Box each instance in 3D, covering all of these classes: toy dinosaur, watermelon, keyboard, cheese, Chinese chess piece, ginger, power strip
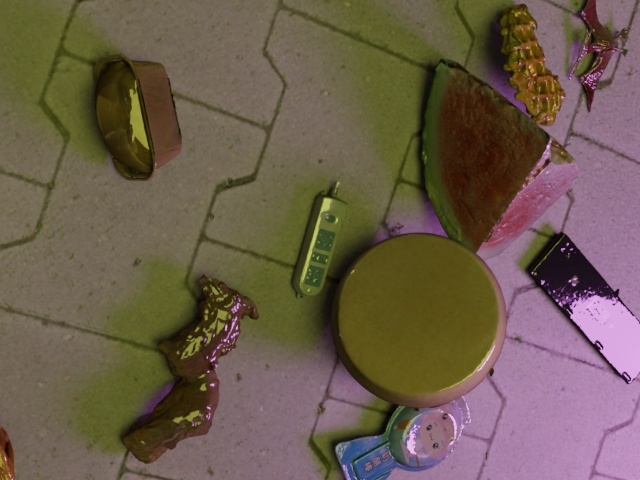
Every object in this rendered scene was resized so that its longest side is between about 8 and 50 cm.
[{"bbox_3d":[0.468,-0.324,2.025,0.108,0.032,0.220,-8,103,-27],"label":"toy dinosaur"},{"bbox_3d":[0.272,-0.127,1.867,0.193,0.231,0.310,18,66,-61],"label":"watermelon"},{"bbox_3d":[0.480,0.118,2.099,0.106,0.027,0.317,-47,114,-8],"label":"keyboard"},{"bbox_3d":[0.141,0.326,1.952,0.244,0.052,0.135,-27,108,-20],"label":"cheese"},{"bbox_3d":[0.149,0.121,1.833,0.273,0.102,0.273,-1,77,5],"label":"Chinese chess piece"},{"bbox_3d":[-0.191,0.198,1.757,0.122,0.084,0.290,29,86,-33],"label":"ginger"},{"bbox_3d":[0.000,0.000,1.850,0.047,0.030,0.191,16,91,-27],"label":"power strip"}]

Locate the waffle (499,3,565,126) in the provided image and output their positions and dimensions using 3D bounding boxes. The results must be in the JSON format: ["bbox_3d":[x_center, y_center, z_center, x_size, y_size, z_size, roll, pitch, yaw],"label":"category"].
[{"bbox_3d":[0.342,-0.281,1.933,0.194,0.051,0.149,54,40,-28],"label":"waffle"}]

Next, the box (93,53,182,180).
[{"bbox_3d":[-0.259,-0.171,1.663,0.111,0.111,0.177,-15,104,-23],"label":"box"}]

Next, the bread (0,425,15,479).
[{"bbox_3d":[-0.490,0.285,1.591,0.143,0.158,0.149,-44,114,-9],"label":"bread"}]
